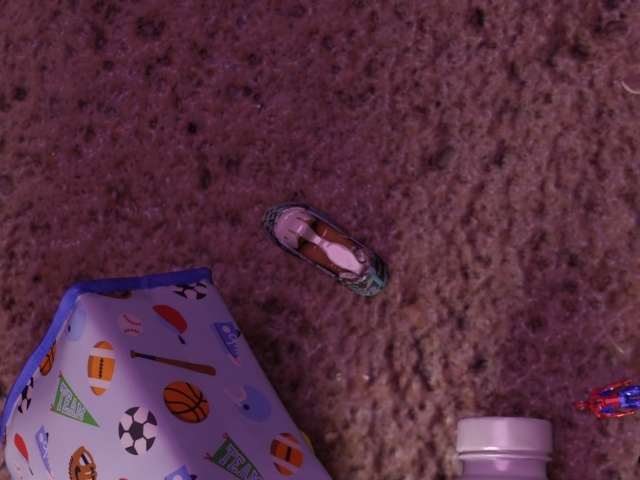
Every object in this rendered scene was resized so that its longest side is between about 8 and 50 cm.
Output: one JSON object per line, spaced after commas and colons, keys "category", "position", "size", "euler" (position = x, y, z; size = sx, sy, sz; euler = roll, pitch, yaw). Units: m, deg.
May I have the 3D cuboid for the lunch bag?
{"category": "lunch bag", "position": [-0.198, 0.273, 1.363], "size": [0.385, 0.239, 0.328], "euler": [-53, 57, 33]}

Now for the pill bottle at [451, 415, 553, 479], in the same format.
{"category": "pill bottle", "position": [0.194, 0.306, 1.294], "size": [0.131, 0.131, 0.229], "euler": [-2, 76, 18]}

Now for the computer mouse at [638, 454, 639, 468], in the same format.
{"category": "computer mouse", "position": [0.436, 0.170, 1.297], "size": [0.242, 0.041, 0.071], "euler": [-44, 68, 4]}

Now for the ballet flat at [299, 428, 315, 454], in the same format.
{"category": "ballet flat", "position": [-0.021, 0.320, 1.392], "size": [0.077, 0.077, 0.231], "euler": [-23, 71, 11]}

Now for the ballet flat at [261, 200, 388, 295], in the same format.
{"category": "ballet flat", "position": [0.000, 0.000, 1.474], "size": [0.188, 0.070, 0.070], "euler": [29, 87, 23]}

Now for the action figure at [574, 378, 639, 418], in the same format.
{"category": "action figure", "position": [0.336, 0.172, 1.338], "size": [0.115, 0.030, 0.038], "euler": [-13, 78, 17]}

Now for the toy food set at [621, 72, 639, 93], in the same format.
{"category": "toy food set", "position": [0.435, -0.102, 1.359], "size": [0.128, 0.071, 0.218], "euler": [-27, 70, -15]}
